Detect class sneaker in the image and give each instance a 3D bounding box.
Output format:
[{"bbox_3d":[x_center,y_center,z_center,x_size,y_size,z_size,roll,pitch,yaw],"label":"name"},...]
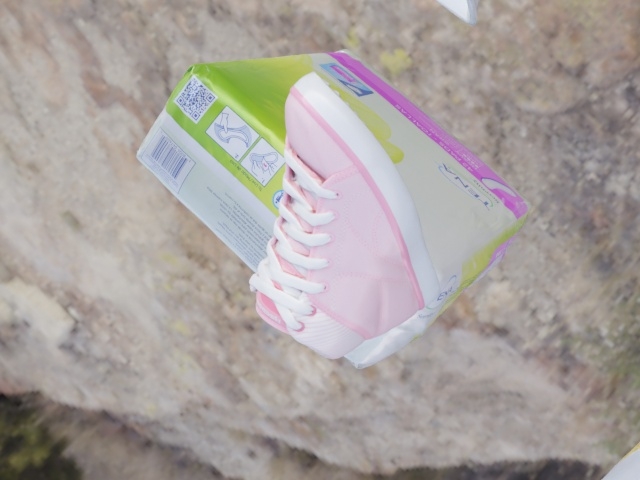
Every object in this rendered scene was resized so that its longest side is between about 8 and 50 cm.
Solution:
[{"bbox_3d":[0.000,0.000,0.461,0.051,0.070,0.134,50,171,40],"label":"sneaker"}]

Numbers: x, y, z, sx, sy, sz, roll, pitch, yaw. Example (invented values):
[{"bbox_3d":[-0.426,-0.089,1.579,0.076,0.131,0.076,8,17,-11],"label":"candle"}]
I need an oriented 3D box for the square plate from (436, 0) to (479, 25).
[{"bbox_3d":[-0.016,-0.347,0.751,0.344,0.049,0.347,49,169,42],"label":"square plate"}]

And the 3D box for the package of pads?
[{"bbox_3d":[0.027,-0.037,0.894,0.229,0.296,0.101,43,114,10],"label":"package of pads"}]

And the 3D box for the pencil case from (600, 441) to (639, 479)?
[{"bbox_3d":[0.221,0.151,0.639,0.124,0.273,0.113,29,136,34],"label":"pencil case"}]
